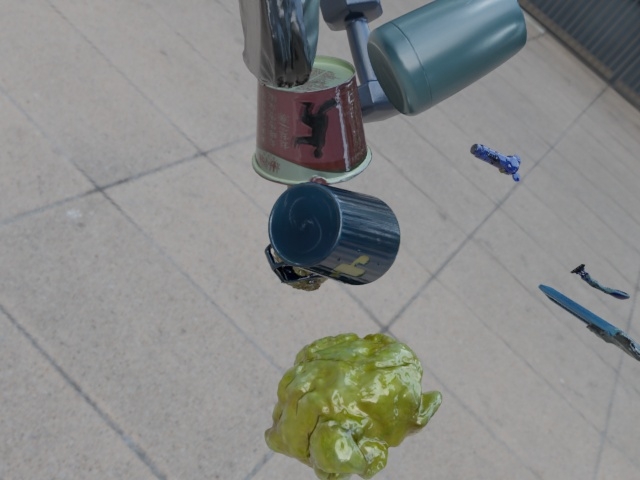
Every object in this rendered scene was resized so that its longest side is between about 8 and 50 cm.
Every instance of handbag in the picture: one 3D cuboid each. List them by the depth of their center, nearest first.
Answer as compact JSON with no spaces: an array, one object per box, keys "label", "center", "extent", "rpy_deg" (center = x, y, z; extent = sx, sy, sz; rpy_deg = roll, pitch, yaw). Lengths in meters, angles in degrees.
[{"label":"handbag","center":[-0.046,-0.252,0.740],"extent":[0.075,0.191,0.332],"rpy_deg":[-5,13,-5]}]

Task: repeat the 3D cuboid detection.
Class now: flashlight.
[{"label":"flashlight","center":[0.333,-0.152,1.396],"extent":[0.121,0.035,0.057],"rpy_deg":[18,67,-26]}]

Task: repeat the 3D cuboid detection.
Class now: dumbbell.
[{"label":"dumbbell","center":[0.104,-0.448,1.761],"extent":[0.160,0.144,0.325],"rpy_deg":[-12,85,-19]}]

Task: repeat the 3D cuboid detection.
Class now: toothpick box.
[{"label":"toothpick box","center":[0.163,-0.247,0.929],"extent":[0.120,0.184,0.120],"rpy_deg":[62,-3,6]}]

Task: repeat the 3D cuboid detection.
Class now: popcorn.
[{"label":"popcorn","center":[0.063,0.332,1.513],"extent":[0.293,0.292,0.334],"rpy_deg":[39,66,3]}]

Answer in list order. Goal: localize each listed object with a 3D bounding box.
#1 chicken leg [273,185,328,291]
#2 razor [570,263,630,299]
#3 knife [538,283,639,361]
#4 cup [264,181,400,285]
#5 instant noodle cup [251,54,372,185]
[{"label":"chicken leg","center":[-0.045,-0.072,1.743],"extent":[0.153,0.429,0.201],"rpy_deg":[-6,19,-2]},{"label":"razor","center":[0.656,0.106,1.711],"extent":[0.154,0.044,0.028],"rpy_deg":[29,53,-9]},{"label":"knife","center":[0.395,0.118,1.091],"extent":[0.044,0.026,0.296],"rpy_deg":[39,4,-14]},{"label":"cup","center":[0.000,0.000,0.978],"extent":[0.155,0.176,0.131],"rpy_deg":[17,43,-61]},{"label":"instant noodle cup","center":[-0.020,-0.230,1.369],"extent":[0.235,0.178,0.235],"rpy_deg":[-2,34,1]}]
